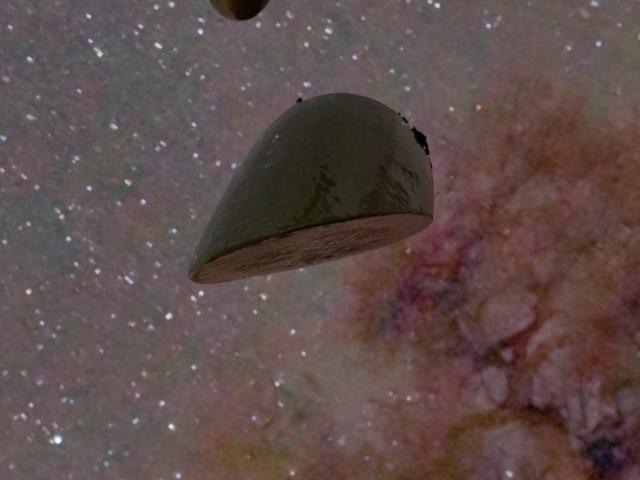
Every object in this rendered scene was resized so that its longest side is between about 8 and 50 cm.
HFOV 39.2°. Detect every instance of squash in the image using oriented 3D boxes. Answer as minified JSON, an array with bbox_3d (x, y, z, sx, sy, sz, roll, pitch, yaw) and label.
[{"bbox_3d":[0.000,0.000,0.759,0.260,0.189,0.189,-76,-1,-55],"label":"squash"}]

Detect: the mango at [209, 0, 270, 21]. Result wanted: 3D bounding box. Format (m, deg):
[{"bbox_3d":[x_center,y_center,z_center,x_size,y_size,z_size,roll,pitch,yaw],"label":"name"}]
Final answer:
[{"bbox_3d":[-0.042,-0.230,0.623,0.103,0.076,0.161,-144,72,-84],"label":"mango"}]
